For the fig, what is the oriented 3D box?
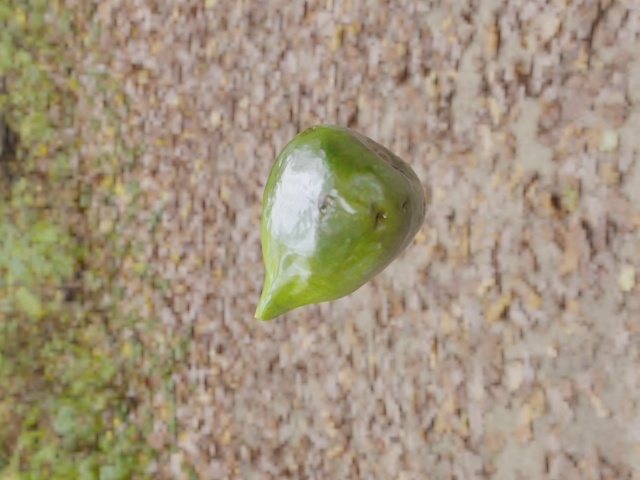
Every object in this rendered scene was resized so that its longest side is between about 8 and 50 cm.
[{"bbox_3d":[0.000,0.000,1.550,0.275,0.206,0.206,-53,34,13],"label":"fig"}]
